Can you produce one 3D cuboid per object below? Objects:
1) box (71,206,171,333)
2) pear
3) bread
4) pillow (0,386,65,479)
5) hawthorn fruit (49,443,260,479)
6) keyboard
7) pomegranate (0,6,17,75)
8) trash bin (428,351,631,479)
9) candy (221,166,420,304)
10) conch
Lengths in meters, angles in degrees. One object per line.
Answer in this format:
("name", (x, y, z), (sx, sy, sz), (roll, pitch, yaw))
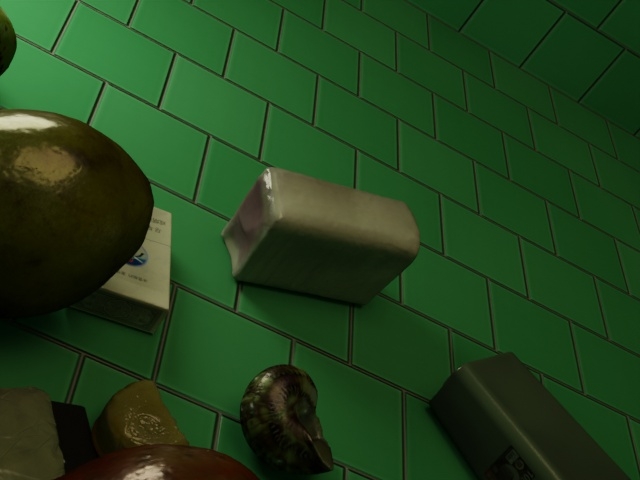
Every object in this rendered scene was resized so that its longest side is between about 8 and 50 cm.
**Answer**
("box", (-0.349, 0.029, 1.886), (0.164, 0.069, 0.257), (21, 36, -23))
("pear", (-0.465, -0.044, 1.633), (0.413, 0.352, 0.352), (2, 46, -26))
("bread", (-0.279, 0.291, 1.629), (0.125, 0.086, 0.156), (-5, 50, -39))
("pillow", (-0.467, 0.308, 1.438), (0.274, 0.076, 0.281), (8, 43, -36))
("hawthorn fruit", (-0.195, 0.428, 1.255), (0.402, 0.403, 0.403), (25, 36, -19))
("keyboard", (-0.357, 0.321, 1.575), (0.074, 0.015, 0.197), (23, 34, -47))
("pomegranate", (-0.673, -0.351, 1.952), (0.211, 0.263, 0.211), (27, -11, 6))
("trash bin", (0.388, 0.396, 2.065), (0.223, 0.158, 0.343), (-6, 48, -48))
("candy", (0.002, 0.000, 2.123), (0.358, 0.208, 0.145), (14, 41, -32))
("conch", (-0.057, 0.303, 1.793), (0.187, 0.124, 0.181), (56, 21, -15))
